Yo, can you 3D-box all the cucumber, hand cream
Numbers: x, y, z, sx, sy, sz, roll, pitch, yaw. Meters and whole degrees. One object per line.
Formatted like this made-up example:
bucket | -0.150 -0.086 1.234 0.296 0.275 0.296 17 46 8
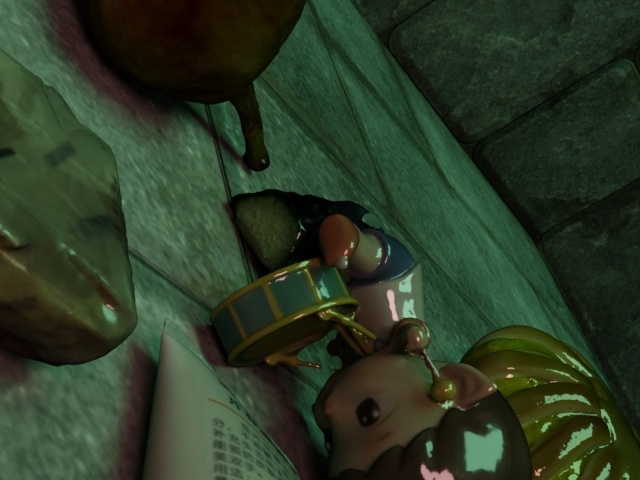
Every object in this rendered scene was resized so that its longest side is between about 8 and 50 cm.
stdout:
cucumber | 0.000 0.000 0.897 0.193 0.086 0.115 11 50 -61
hand cream | -0.041 0.146 0.457 0.139 0.089 0.314 55 11 -18

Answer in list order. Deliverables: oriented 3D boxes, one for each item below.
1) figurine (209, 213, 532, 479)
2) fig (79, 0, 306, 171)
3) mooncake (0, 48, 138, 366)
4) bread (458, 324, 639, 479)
figurine | 0.044 0.126 0.667 0.158 0.161 0.275 -18 69 -33
fig | -0.108 -0.163 0.821 0.290 0.191 0.190 111 -38 -54
mooncake | -0.143 -0.010 0.456 0.130 0.073 0.125 44 24 -38
bread | 0.279 0.249 1.128 0.333 0.160 0.333 50 18 -23
